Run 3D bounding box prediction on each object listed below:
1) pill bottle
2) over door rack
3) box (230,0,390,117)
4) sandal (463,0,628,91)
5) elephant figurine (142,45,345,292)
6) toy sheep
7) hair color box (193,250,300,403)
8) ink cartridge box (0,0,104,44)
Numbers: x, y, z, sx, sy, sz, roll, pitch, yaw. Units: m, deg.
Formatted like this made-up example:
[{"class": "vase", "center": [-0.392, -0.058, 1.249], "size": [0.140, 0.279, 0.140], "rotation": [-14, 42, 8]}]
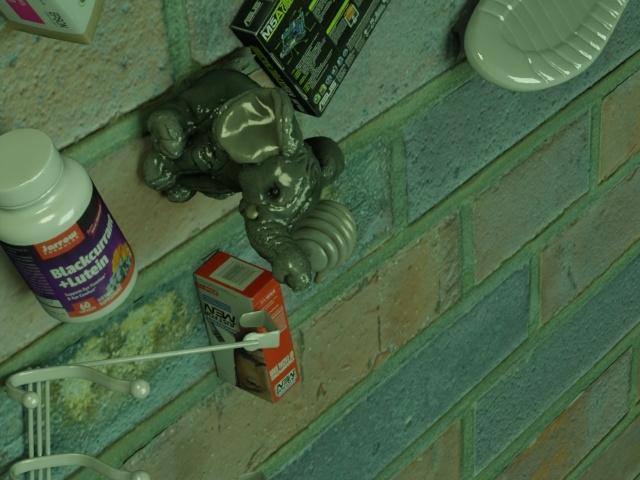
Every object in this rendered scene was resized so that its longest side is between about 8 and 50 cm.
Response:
[{"class": "pill bottle", "center": [-0.259, -0.016, 1.592], "size": [0.108, 0.108, 0.193], "rotation": [-52, 143, -24]}, {"class": "over door rack", "center": [-0.176, 0.226, 1.771], "size": [0.324, 0.108, 0.239], "rotation": [-12, 119, -31]}, {"class": "box", "center": [-0.004, -0.266, 1.882], "size": [0.190, 0.045, 0.184], "rotation": [-60, 143, -13]}, {"class": "sandal", "center": [0.331, -0.322, 2.269], "size": [0.416, 0.169, 0.102], "rotation": [-44, 179, -34]}, {"class": "elephant figurine", "center": [-0.055, -0.080, 1.728], "size": [0.169, 0.239, 0.186], "rotation": [-20, 123, -49]}, {"class": "toy sheep", "center": [0.000, 0.000, 1.993], "size": [0.132, 0.091, 0.091], "rotation": [-63, 151, -45]}, {"class": "hair color box", "center": [-0.085, 0.103, 1.917], "size": [0.053, 0.093, 0.167], "rotation": [-43, 138, -33]}, {"class": "ink cartridge box", "center": [-0.235, -0.299, 1.406], "size": [0.234, 0.088, 0.193], "rotation": [60, 45, -76]}]
